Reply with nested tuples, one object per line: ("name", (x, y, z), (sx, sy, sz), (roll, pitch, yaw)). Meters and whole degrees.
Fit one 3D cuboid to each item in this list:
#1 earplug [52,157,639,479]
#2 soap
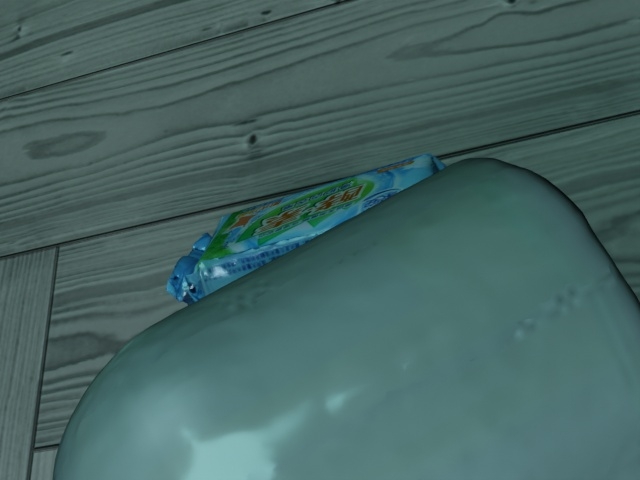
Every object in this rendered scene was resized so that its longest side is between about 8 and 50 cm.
("earplug", (0.014, 0.154, 0.749), (0.394, 0.312, 0.312), (-26, 53, -14))
("soap", (0.000, 0.000, 1.014), (0.293, 0.077, 0.156), (-17, 19, 15))
